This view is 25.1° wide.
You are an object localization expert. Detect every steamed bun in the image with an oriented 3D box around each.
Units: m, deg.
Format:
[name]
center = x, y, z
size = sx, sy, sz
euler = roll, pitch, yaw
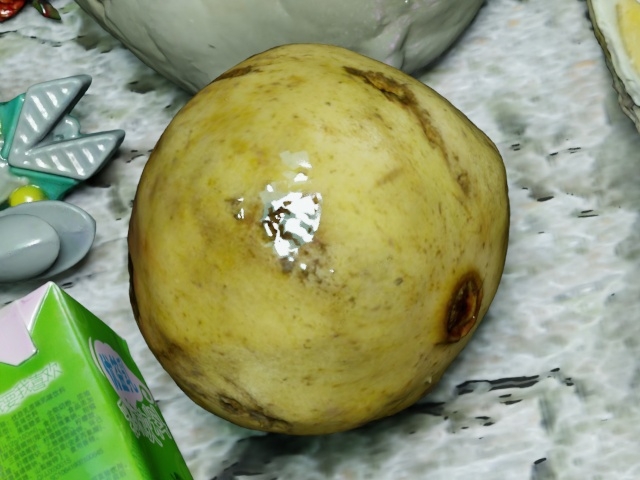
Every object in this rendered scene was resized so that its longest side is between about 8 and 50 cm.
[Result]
[steamed bun]
center = -0.025, -0.234, 1.114
size = 0.383, 0.247, 0.236
euler = -14, 61, 5

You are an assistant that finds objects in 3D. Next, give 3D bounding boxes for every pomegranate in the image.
[pomegranate]
center = 0.000, 0.000, 1.017
size = 0.281, 0.281, 0.281
euler = -5, 68, 12

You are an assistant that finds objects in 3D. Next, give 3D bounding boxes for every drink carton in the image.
[drink carton]
center = -0.161, 0.181, 1.038
size = 0.108, 0.161, 0.271
euler = -31, 65, 1

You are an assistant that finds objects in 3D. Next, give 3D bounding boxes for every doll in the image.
[doll]
center = -0.277, -0.031, 1.167
size = 0.195, 0.153, 0.258
euler = 32, 105, -5

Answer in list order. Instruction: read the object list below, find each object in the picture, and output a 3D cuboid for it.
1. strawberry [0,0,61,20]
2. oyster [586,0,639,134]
[strawberry]
center = -0.287, -0.280, 1.290
size = 0.140, 0.085, 0.192
euler = -17, 65, 9
[oyster]
center = 0.298, -0.173, 1.100
size = 0.271, 0.100, 0.275
euler = -45, 54, -8
